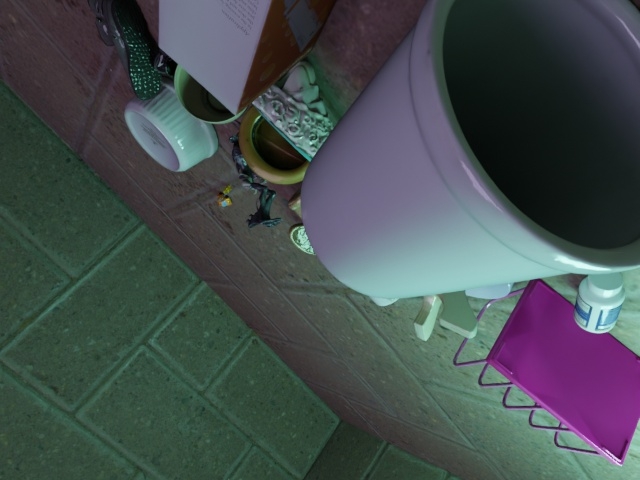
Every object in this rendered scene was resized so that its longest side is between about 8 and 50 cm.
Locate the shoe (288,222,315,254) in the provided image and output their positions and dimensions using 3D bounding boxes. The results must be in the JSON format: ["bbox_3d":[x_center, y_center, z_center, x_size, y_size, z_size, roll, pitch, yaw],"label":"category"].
[{"bbox_3d":[0.000,0.000,1.157,0.219,0.077,0.058,19,-166,-36],"label":"shoe"}]

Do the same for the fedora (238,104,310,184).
[{"bbox_3d":[-0.079,-0.216,0.946,0.194,0.194,0.079,40,-168,0],"label":"fedora"}]

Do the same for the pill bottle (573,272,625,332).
[{"bbox_3d":[0.478,0.100,0.744,0.067,0.067,0.120,21,148,35],"label":"pill bottle"}]

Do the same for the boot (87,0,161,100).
[{"bbox_3d":[-0.496,-0.494,1.102,0.161,0.083,0.247,26,135,35],"label":"boot"}]

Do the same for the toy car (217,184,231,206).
[{"bbox_3d":[-0.337,-0.155,1.481,0.060,0.040,0.122,36,155,9],"label":"toy car"}]

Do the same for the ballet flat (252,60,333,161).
[{"bbox_3d":[-0.097,-0.311,0.808,0.409,0.147,0.147,42,155,-4],"label":"ballet flat"}]

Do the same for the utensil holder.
[{"bbox_3d":[0.171,-0.089,0.566,0.327,0.328,0.385,43,156,-6],"label":"utensil holder"}]

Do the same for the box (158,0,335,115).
[{"bbox_3d":[-0.077,-0.370,0.578,0.168,0.215,0.345,42,155,-5],"label":"box"}]

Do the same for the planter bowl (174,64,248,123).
[{"bbox_3d":[-0.220,-0.327,0.941,0.162,0.162,0.109,42,-179,-4],"label":"planter bowl"}]

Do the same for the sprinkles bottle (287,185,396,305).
[{"bbox_3d":[0.076,0.001,1.073,0.355,0.121,0.121,48,154,-14],"label":"sprinkles bottle"}]

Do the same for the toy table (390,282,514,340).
[{"bbox_3d":[0.248,0.092,0.940,0.274,0.161,0.252,14,144,45],"label":"toy table"}]

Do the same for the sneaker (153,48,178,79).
[{"bbox_3d":[-0.348,-0.421,1.025,0.188,0.078,0.067,17,146,41],"label":"sneaker"}]

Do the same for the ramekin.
[{"bbox_3d":[-0.439,-0.321,1.254,0.272,0.127,0.273,32,154,18],"label":"ramekin"}]

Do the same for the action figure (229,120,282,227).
[{"bbox_3d":[-0.144,-0.173,1.077,0.164,0.140,0.276,39,-140,-85],"label":"action figure"}]

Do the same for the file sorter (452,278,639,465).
[{"bbox_3d":[0.455,0.260,0.882,0.290,0.202,0.182,39,158,3],"label":"file sorter"}]
